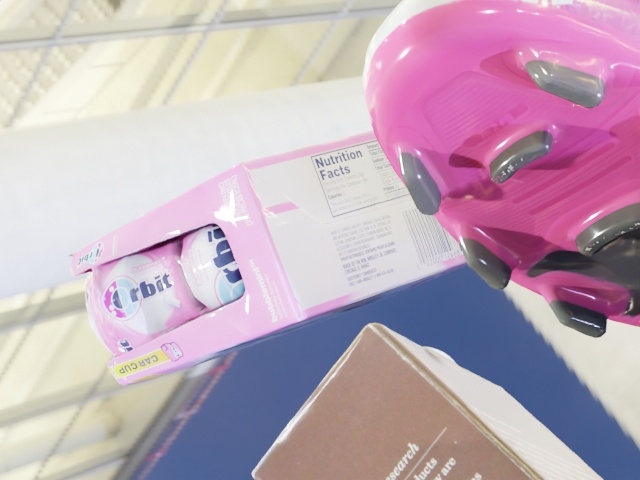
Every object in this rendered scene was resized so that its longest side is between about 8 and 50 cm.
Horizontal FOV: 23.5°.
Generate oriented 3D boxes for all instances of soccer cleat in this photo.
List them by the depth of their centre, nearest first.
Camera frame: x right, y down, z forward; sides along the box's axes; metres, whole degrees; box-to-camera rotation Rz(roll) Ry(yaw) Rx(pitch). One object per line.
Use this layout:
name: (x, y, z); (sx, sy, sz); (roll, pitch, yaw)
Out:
soccer cleat: (0.157, -0.029, 0.555); (0.116, 0.331, 0.143); (-40, -146, 44)

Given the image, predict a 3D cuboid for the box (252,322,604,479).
box: (0.150, 0.228, 0.929); (0.143, 0.191, 0.381); (-51, -128, 8)

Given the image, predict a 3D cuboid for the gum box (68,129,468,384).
gum box: (0.000, 0.000, 0.632); (0.107, 0.188, 0.062); (-24, -95, 42)
